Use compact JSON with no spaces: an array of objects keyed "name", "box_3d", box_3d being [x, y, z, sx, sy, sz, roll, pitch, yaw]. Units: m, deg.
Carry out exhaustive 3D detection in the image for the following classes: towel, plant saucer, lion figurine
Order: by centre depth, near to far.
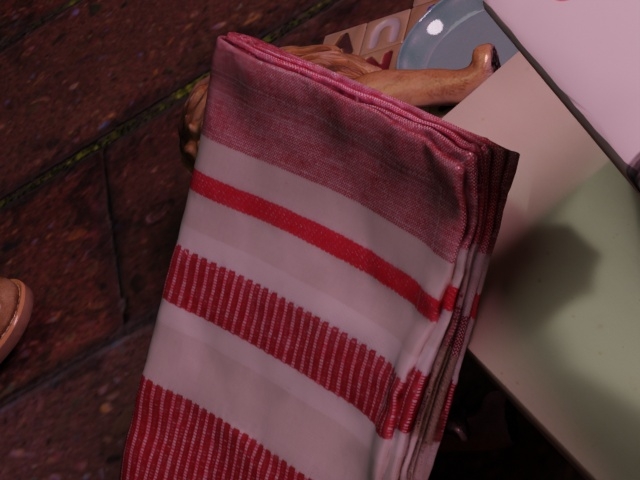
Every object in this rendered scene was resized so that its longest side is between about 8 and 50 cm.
[{"name":"towel","box_3d":[-0.022,0.069,1.093,0.237,0.037,0.329,27,108,46]},{"name":"lion figurine","box_3d":[0.000,0.000,1.232,0.240,0.142,0.392,-9,35,15]},{"name":"plant saucer","box_3d":[0.110,-0.140,1.391,0.119,0.021,0.119,-25,37,20]}]

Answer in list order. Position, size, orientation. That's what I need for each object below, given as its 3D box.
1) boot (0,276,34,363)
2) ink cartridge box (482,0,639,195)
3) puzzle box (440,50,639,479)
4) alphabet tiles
[{"name":"boot","box_3d":[-0.361,0.086,1.499,0.305,0.115,0.112,-22,36,20]},{"name":"ink cartridge box","box_3d":[0.290,-0.056,0.825,0.285,0.166,0.395,-42,44,9]},{"name":"puzzle box","box_3d":[0.225,0.024,0.994,0.272,0.052,0.409,-40,52,-3]},{"name":"alphabet tiles","box_3d":[0.092,-0.141,1.435,0.237,0.009,0.198,-15,42,30]}]
